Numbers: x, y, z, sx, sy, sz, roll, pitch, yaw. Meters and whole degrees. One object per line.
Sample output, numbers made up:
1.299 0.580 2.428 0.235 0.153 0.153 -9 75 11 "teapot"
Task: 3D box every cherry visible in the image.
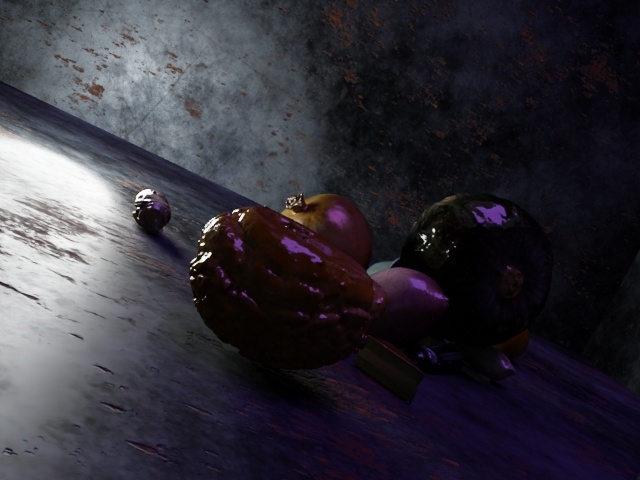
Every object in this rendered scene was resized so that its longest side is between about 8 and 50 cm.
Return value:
0.203 0.161 1.744 0.239 0.239 0.206 22 31 -40 "cherry"

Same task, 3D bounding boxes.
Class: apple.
0.699 0.360 2.572 0.182 0.155 0.182 28 8 -4 "apple"

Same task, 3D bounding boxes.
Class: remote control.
0.300 0.300 1.776 0.090 0.066 0.266 26 4 34 "remote control"

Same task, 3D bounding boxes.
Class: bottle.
-0.430 -0.074 1.740 0.099 0.099 0.152 24 10 -21 "bottle"

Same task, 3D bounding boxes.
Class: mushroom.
0.470 0.350 2.005 0.212 0.088 0.097 23 35 12 "mushroom"

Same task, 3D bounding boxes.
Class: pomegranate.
0.000 0.000 1.951 0.319 0.319 0.319 26 6 -3 "pomegranate"

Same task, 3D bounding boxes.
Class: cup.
0.221 0.148 2.374 0.150 0.199 0.199 7 -8 41 "cup"

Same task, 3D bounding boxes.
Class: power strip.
0.420 0.369 1.936 0.136 0.019 0.051 30 8 30 "power strip"

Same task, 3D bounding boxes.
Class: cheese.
0.273 0.257 2.035 0.127 0.050 0.255 22 11 -30 "cheese"

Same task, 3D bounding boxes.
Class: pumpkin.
0.437 0.083 1.943 0.454 0.454 0.344 24 1 -23 "pumpkin"

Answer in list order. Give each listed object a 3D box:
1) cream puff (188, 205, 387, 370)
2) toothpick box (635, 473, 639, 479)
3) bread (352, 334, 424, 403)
-0.065 0.094 1.166 0.343 0.231 0.327 26 6 -41 "cream puff"
0.733 0.537 1.358 0.120 0.120 0.184 23 10 -30 "toothpick box"
0.138 0.261 1.386 0.084 0.074 0.139 24 8 -25 "bread"
